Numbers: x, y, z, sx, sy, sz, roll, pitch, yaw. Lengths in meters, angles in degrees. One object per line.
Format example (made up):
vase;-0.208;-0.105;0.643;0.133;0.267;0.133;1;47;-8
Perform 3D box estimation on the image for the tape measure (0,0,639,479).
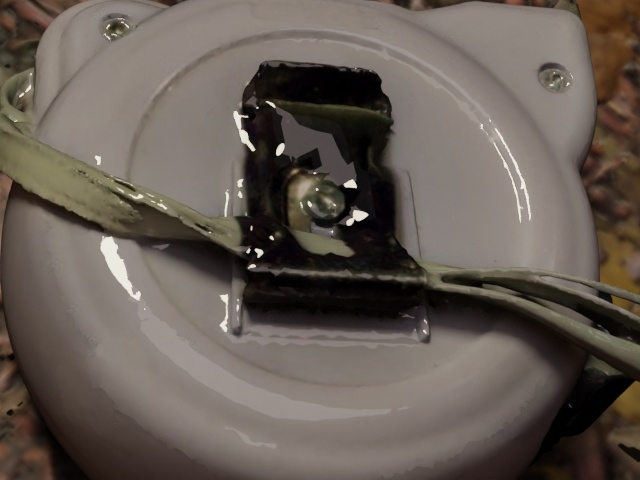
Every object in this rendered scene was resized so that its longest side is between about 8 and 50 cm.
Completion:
tape measure;0.003;0.003;0.420;0.196;0.105;0.178;-3;63;-16
